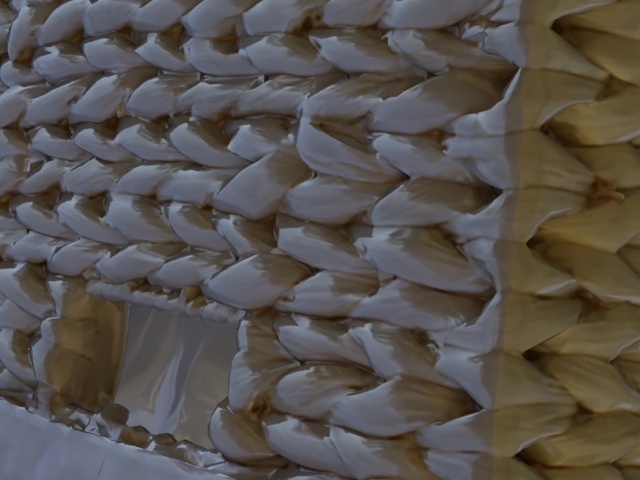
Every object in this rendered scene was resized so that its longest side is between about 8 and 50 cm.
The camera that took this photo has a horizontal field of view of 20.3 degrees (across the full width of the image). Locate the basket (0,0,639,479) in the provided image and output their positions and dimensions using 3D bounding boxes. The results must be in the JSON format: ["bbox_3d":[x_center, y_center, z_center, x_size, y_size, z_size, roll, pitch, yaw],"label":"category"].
[{"bbox_3d":[0.081,-0.022,0.615,0.331,0.328,0.266,7,-90,-36],"label":"basket"}]
